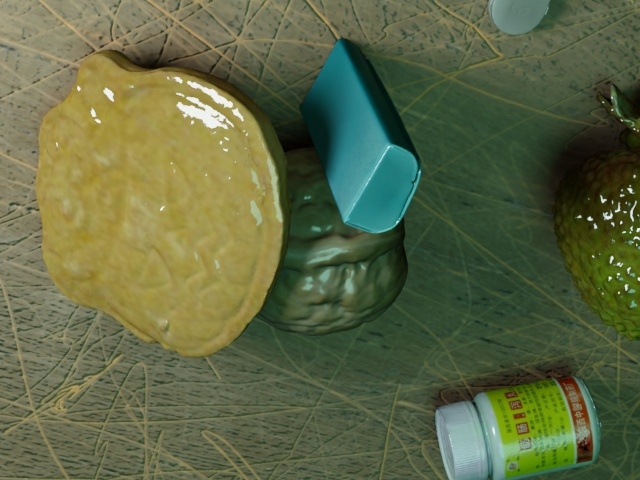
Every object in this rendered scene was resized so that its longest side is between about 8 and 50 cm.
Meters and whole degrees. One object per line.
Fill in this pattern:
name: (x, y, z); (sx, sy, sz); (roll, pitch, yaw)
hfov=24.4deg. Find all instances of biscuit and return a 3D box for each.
biscuit: (-0.204, -0.041, 1.840); (0.365, 0.062, 0.385); (24, 122, 20)

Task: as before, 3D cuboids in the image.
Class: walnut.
walnut: (-0.001, 0.000, 1.933); (0.248, 0.248, 0.248); (-5, 122, -8)

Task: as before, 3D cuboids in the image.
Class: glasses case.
glasses case: (0.051, -0.131, 1.817); (0.070, 0.301, 0.117); (20, 116, -21)

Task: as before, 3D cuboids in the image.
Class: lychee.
lychee: (0.441, -0.024, 1.992); (0.270, 0.320, 0.270); (9, 150, 5)

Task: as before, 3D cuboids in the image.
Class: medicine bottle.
medicine bottle: (0.295, 0.287, 2.223); (0.225, 0.139, 0.139); (-11, 123, -5)

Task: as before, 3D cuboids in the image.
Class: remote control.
remote control: (0.280, -0.376, 1.880); (0.077, 0.022, 0.245); (11, 118, -15)
